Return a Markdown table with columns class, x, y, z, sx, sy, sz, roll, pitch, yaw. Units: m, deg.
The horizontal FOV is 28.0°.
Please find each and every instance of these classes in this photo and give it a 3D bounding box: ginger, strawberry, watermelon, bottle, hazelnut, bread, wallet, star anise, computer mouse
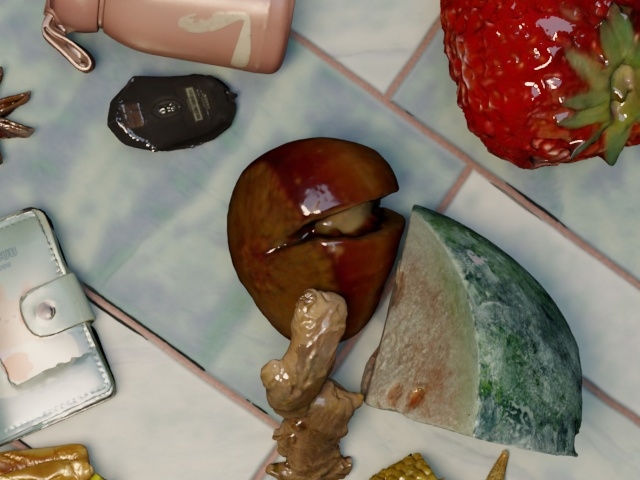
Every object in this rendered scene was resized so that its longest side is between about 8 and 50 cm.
| class | x | y | z | sx | sy | sz | roll | pitch | yaw |
| --- | --- | --- | --- | --- | --- | --- | --- | --- | --- |
| ginger | -0.009 | 0.182 | 1.488 | 0.122 | 0.290 | 0.084 | -3 | 39 | -2 |
| strawberry | 0.287 | -0.229 | 1.615 | 0.291 | 0.310 | 0.292 | -8 | 109 | -23 |
| watermelon | 0.153 | 0.133 | 1.535 | 0.228 | 0.258 | 0.387 | 31 | 30 | -35 |
| bottle | -0.184 | -0.292 | 1.570 | 0.296 | 0.173 | 0.206 | 9 | 93 | -9 |
| hazelnut | 0.000 | 0.000 | 1.541 | 0.217 | 0.217 | 0.252 | -7 | 102 | -11 |
| bread | -0.329 | 0.270 | 1.498 | 0.132 | 0.074 | 0.053 | -2 | 70 | -12 |
| wallet | -0.359 | 0.100 | 1.524 | 0.176 | 0.075 | 0.250 | -24 | 85 | -7 |
| star anise | -0.414 | -0.150 | 1.570 | 0.141 | 0.042 | 0.141 | 1 | 78 | -7 |
| computer mouse | -0.187 | -0.158 | 1.606 | 0.172 | 0.057 | 0.099 | -14 | 81 | -23 |

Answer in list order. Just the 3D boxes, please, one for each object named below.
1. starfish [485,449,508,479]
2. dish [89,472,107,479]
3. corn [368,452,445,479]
| class | x | y | z | sx | sy | sz | roll | pitch | yaw |
| --- | --- | --- | --- | --- | --- | --- | --- | --- | --- |
| starfish | 0.221 | 0.348 | 1.596 | 0.208 | 0.053 | 0.176 | 6 | 69 | -15 |
| dish | -0.338 | 0.372 | 1.420 | 0.108 | 0.262 | 0.221 | 13 | 118 | 27 |
| corn | 0.026 | 0.375 | 1.522 | 0.318 | 0.115 | 0.115 | -37 | 88 | -14 |
